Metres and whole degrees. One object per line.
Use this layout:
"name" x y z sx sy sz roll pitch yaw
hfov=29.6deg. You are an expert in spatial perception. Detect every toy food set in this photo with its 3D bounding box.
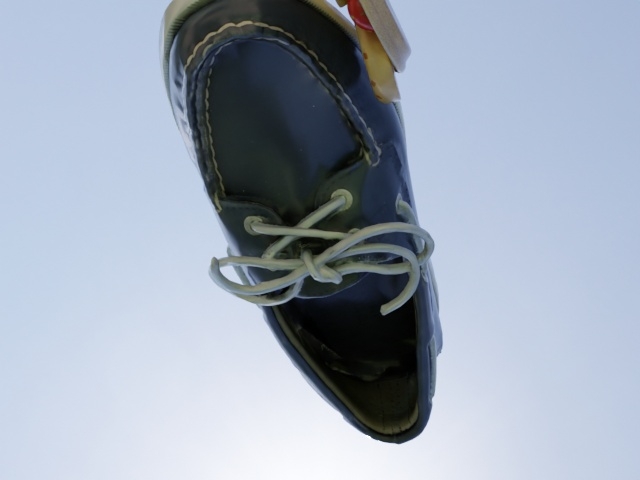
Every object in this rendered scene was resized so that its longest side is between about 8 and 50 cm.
"toy food set" 0.010 -0.097 0.452 0.020 0.083 0.083 -26 -126 9

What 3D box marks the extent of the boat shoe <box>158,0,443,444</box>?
"boat shoe" 0.000 0.000 0.521 0.095 0.255 0.079 -13 -132 6
